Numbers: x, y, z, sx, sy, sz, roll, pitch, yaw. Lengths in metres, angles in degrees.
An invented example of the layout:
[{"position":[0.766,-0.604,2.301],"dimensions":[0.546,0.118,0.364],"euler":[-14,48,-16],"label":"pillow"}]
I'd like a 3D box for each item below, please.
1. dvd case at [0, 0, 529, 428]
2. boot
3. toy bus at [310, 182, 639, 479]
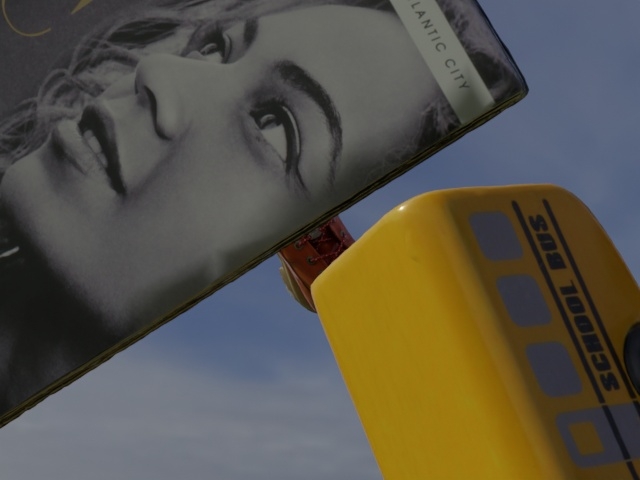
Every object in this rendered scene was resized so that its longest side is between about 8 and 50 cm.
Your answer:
[{"position":[-0.067,-0.057,0.620],"dimensions":[0.221,0.164,0.018],"euler":[-32,-13,13],"label":"dvd case"},{"position":[0.000,0.000,1.292],"dimensions":[0.084,0.059,0.158],"euler":[34,-18,47],"label":"boot"},{"position":[0.121,0.141,0.860],"dimensions":[0.130,0.332,0.108],"euler":[-4,-27,-41],"label":"toy bus"}]
